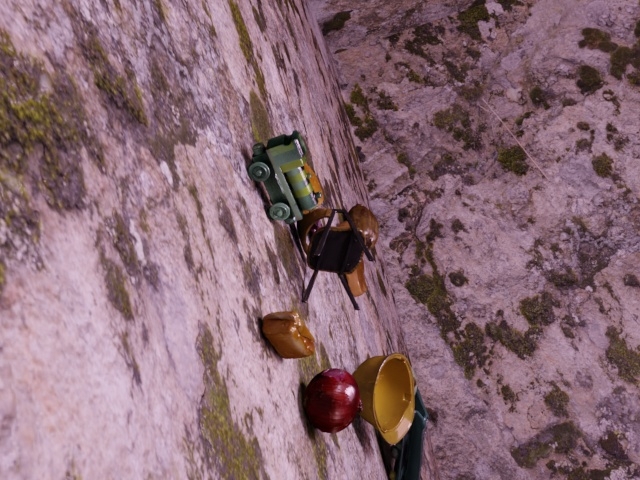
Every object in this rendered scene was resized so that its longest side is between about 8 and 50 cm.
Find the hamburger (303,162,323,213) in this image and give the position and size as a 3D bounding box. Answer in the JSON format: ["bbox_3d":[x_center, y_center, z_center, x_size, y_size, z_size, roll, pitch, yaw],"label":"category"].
[{"bbox_3d":[-0.058,-0.141,1.562,0.147,0.083,0.138,36,25,-43],"label":"hamburger"}]

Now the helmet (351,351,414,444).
[{"bbox_3d":[0.155,0.422,1.751,0.205,0.140,0.256,-34,120,-45],"label":"helmet"}]

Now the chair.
[{"bbox_3d":[0.025,0.026,1.567,0.246,0.173,0.158,-91,-168,-54],"label":"chair"}]

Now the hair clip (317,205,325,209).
[{"bbox_3d":[-0.035,-0.097,1.809,0.072,0.034,0.226,51,14,4],"label":"hair clip"}]

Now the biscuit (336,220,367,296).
[{"bbox_3d":[0.109,0.057,2.297,0.355,0.052,0.275,-87,159,-63],"label":"biscuit"}]

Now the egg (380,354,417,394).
[{"bbox_3d":[0.212,0.434,1.930,0.231,0.169,0.169,75,3,-69],"label":"egg"}]

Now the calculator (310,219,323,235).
[{"bbox_3d":[0.000,0.000,1.873,0.190,0.034,0.126,-91,162,-73],"label":"calculator"}]

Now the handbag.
[{"bbox_3d":[0.273,0.632,2.027,0.274,0.100,0.268,-75,169,-77],"label":"handbag"}]

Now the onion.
[{"bbox_3d":[0.026,0.325,1.281,0.131,0.131,0.131,-16,90,-80],"label":"onion"}]

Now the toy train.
[{"bbox_3d":[-0.075,-0.133,1.398,0.083,0.132,0.200,-88,157,-57],"label":"toy train"}]

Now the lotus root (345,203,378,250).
[{"bbox_3d":[0.168,-0.063,2.580,0.145,0.129,0.260,54,19,-36],"label":"lotus root"}]

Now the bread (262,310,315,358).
[{"bbox_3d":[-0.059,0.179,1.185,0.132,0.074,0.053,59,29,-50],"label":"bread"}]
